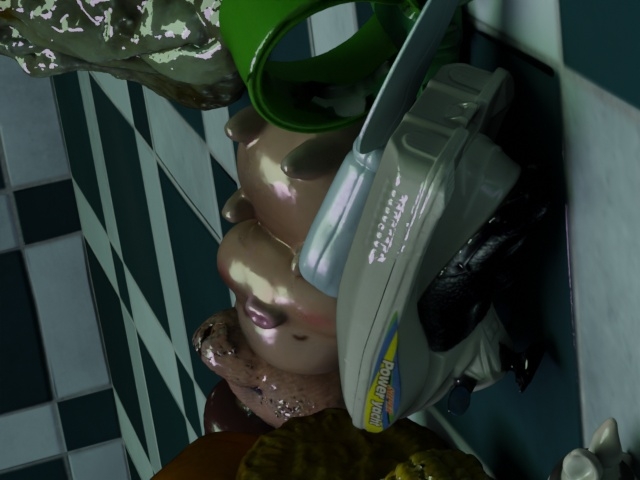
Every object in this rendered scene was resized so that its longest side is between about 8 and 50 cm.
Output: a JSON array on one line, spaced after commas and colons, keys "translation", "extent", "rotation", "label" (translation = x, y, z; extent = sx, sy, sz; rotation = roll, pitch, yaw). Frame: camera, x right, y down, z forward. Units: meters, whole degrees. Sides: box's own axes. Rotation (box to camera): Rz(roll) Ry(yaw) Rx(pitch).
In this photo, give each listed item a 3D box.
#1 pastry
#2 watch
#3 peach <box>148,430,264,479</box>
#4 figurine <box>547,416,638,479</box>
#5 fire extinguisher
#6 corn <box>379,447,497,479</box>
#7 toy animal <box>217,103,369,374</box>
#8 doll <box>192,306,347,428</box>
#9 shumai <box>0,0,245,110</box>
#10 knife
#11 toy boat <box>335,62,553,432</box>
[{"translation": [0.027, 0.217, 1.320], "extent": [0.189, 0.189, 0.103], "rotation": [-125, 28, -55], "label": "pastry"}, {"translation": [0.011, -0.158, 1.086], "extent": [0.165, 0.152, 0.131], "rotation": [93, 159, -53], "label": "watch"}, {"translation": [-0.073, 0.348, 1.556], "extent": [0.301, 0.343, 0.343], "rotation": [49, 163, 2], "label": "peach"}, {"translation": [0.173, 0.164, 0.976], "extent": [0.098, 0.081, 0.146], "rotation": [30, 151, 3], "label": "figurine"}, {"translation": [-0.074, 0.235, 1.856], "extent": [0.337, 0.114, 0.135], "rotation": [93, 171, -49], "label": "fire extinguisher"}, {"translation": [0.128, 0.240, 1.119], "extent": [0.291, 0.101, 0.101], "rotation": [-131, 30, -57], "label": "corn"}, {"translation": [-0.002, -0.007, 1.270], "extent": [0.166, 0.154, 0.250], "rotation": [40, 137, 37], "label": "toy animal"}, {"translation": [-0.034, 0.047, 1.459], "extent": [0.201, 0.156, 0.303], "rotation": [-121, 26, -50], "label": "doll"}, {"translation": [-0.220, -0.252, 1.649], "extent": [0.304, 0.263, 0.309], "rotation": [-122, 23, -55], "label": "shumai"}, {"translation": [0.044, -0.077, 1.048], "extent": [0.044, 0.080, 0.331], "rotation": [37, 139, 15], "label": "knife"}, {"translation": [0.082, 0.023, 1.059], "extent": [0.141, 0.141, 0.269], "rotation": [-120, 22, -48], "label": "toy boat"}]
